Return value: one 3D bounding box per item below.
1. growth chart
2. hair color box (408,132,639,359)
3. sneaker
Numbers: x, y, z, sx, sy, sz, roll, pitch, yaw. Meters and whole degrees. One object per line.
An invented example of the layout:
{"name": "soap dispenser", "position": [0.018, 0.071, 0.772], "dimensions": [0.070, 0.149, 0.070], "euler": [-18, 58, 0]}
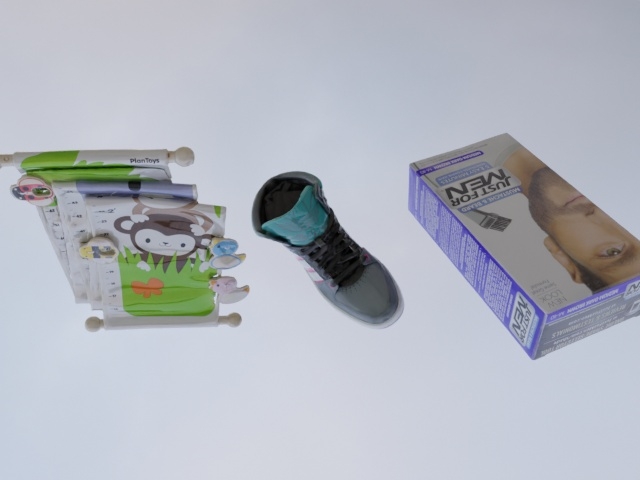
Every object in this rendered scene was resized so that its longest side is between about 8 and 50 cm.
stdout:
{"name": "growth chart", "position": [-0.153, 0.010, 0.490], "dimensions": [0.172, 0.237, 0.021], "euler": [-6, -133, -3]}
{"name": "hair color box", "position": [0.286, -0.012, 0.826], "dimensions": [0.185, 0.110, 0.338], "euler": [-19, -134, -13]}
{"name": "sneaker", "position": [0.000, 0.000, 0.845], "dimensions": [0.124, 0.178, 0.295], "euler": [-45, -117, 0]}
